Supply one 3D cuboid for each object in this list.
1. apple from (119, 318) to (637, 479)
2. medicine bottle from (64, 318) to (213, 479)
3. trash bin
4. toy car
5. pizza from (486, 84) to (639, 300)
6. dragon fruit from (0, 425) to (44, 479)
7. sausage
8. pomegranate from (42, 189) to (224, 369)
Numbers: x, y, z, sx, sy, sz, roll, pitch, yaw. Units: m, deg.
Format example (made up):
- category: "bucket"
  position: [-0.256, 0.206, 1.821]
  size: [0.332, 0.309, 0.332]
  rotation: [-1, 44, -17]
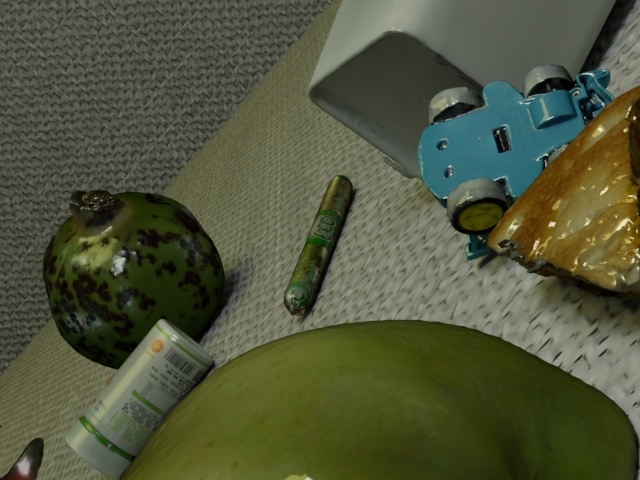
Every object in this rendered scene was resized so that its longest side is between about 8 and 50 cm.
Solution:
- category: "apple"
  position: [0.014, 0.203, 0.661]
  size: [0.360, 0.312, 0.320]
  rotation: [-39, 63, 43]
- category: "medicine bottle"
  position: [-0.216, 0.189, 1.396]
  size: [0.183, 0.086, 0.086]
  rotation: [-51, 14, -4]
- category: "trash bin"
  position: [0.166, -0.258, 1.082]
  size: [0.296, 0.256, 0.367]
  rotation: [-23, 36, 58]
- category: "toy car"
  position: [0.163, -0.065, 0.923]
  size: [0.161, 0.098, 0.126]
  rotation: [-18, 52, 11]
- category: "pizza"
  position: [0.185, -0.008, 0.719]
  size: [0.154, 0.069, 0.194]
  rotation: [-46, 21, 16]
- category: "dragon fruit"
  position: [-0.348, 0.337, 1.217]
  size: [0.274, 0.193, 0.192]
  rotation: [-57, -13, -27]
- category: "sausage"
  position: [0.000, 0.000, 1.319]
  size: [0.033, 0.033, 0.269]
  rotation: [-40, 17, 35]
- category: "pomegranate"
  position: [-0.257, 0.041, 1.562]
  size: [0.254, 0.270, 0.254]
  rotation: [-11, 38, 9]
